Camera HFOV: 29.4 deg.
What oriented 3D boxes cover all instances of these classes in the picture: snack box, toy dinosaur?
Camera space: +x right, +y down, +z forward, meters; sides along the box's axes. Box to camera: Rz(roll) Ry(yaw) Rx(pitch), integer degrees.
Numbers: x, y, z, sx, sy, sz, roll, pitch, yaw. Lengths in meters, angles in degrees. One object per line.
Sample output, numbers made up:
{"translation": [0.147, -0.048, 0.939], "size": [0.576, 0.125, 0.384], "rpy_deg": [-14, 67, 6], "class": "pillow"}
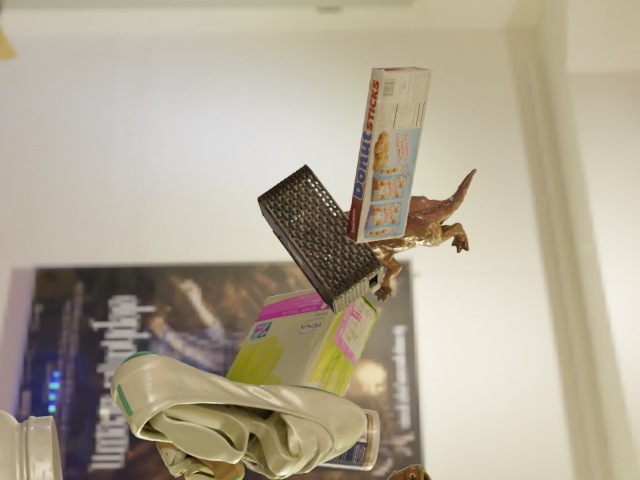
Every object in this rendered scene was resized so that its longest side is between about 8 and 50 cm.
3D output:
{"translation": [0.068, -0.085, 1.217], "size": [0.022, 0.064, 0.178], "rpy_deg": [32, -59, 46], "class": "snack box"}
{"translation": [0.119, -0.022, 1.896], "size": [0.127, 0.296, 0.200], "rpy_deg": [67, 12, 25], "class": "toy dinosaur"}

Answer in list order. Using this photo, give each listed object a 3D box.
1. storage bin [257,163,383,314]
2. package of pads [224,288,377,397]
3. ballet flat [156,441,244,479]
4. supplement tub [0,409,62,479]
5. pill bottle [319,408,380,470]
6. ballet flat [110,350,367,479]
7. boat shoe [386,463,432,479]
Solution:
{"translation": [0.000, 0.000, 1.662], "size": [0.180, 0.084, 0.122], "rpy_deg": [52, -7, 13], "class": "storage bin"}
{"translation": [-0.044, 0.216, 2.137], "size": [0.101, 0.229, 0.296], "rpy_deg": [50, 49, -29], "class": "package of pads"}
{"translation": [-0.246, 0.419, 2.303], "size": [0.073, 0.232, 0.080], "rpy_deg": [-42, 125, -37], "class": "ballet flat"}
{"translation": [-0.314, 0.215, 0.995], "size": [0.144, 0.200, 0.144], "rpy_deg": [175, -90, -81], "class": "supplement tub"}
{"translation": [0.000, 0.299, 1.873], "size": [0.094, 0.169, 0.094], "rpy_deg": [-173, -90, -82], "class": "pill bottle"}
{"translation": [-0.100, 0.261, 1.664], "size": [0.139, 0.400, 0.139], "rpy_deg": [-36, -135, 45], "class": "ballet flat"}
{"translation": [0.195, 0.513, 2.092], "size": [0.307, 0.104, 0.111], "rpy_deg": [58, 4, 40], "class": "boat shoe"}
